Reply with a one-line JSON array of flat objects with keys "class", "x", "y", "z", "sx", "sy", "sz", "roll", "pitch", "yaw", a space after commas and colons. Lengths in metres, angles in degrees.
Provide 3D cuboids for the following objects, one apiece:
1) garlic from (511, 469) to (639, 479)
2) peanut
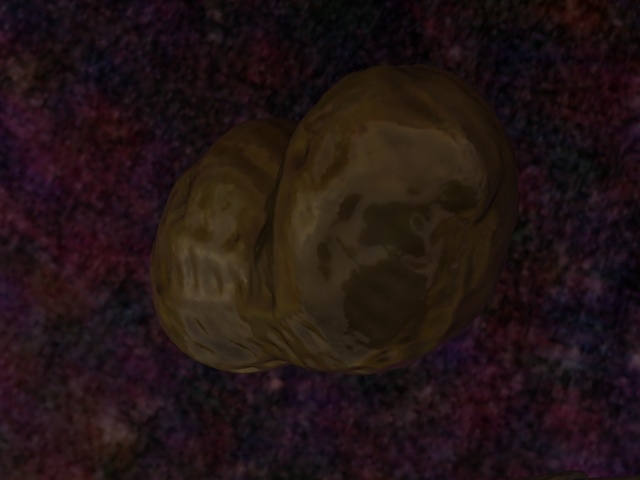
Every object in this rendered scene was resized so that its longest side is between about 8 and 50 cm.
[{"class": "garlic", "x": -0.012, "y": 0.163, "z": 0.364, "sx": 0.231, "sy": 0.340, "sz": 0.246, "roll": 41, "pitch": 134, "yaw": -16}, {"class": "peanut", "x": 0.000, "y": 0.000, "z": 0.525, "sx": 0.103, "sy": 0.098, "sz": 0.229, "roll": 44, "pitch": 155, "yaw": -17}]
